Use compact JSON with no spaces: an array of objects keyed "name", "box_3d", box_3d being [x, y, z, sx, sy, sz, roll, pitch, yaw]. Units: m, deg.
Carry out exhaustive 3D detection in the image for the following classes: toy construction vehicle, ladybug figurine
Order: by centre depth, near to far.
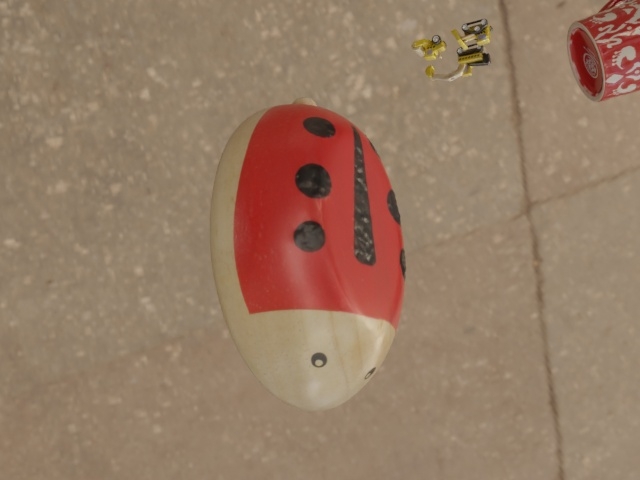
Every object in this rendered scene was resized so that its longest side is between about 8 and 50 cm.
[{"name":"toy construction vehicle","box_3d":[0.165,-0.224,1.465,0.098,0.035,0.086,-12,162,18]},{"name":"ladybug figurine","box_3d":[0.000,0.000,1.646,0.305,0.450,0.162,13,153,-42]}]

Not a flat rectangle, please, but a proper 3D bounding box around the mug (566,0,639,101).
[{"name":"mug","box_3d":[0.361,-0.220,1.346,0.169,0.150,0.113,-19,102,-8]}]
